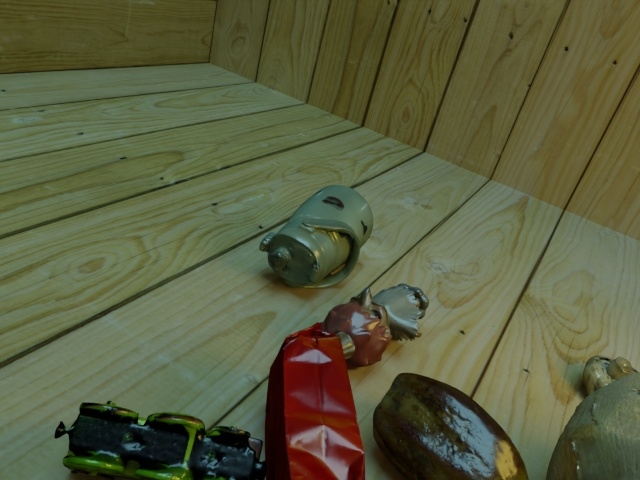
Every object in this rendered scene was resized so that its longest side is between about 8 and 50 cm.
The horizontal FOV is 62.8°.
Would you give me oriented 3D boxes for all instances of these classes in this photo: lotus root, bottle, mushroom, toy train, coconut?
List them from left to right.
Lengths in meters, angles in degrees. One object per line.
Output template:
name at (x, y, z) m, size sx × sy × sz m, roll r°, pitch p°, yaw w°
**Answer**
toy train at (-0.228, 0.311, 0.773) m, size 0.296 × 0.160 × 0.100 m, roll 15°, pitch 59°, yaw -8°
bottle at (0.000, 0.000, 1.389) m, size 0.229 × 0.229 × 0.352 m, roll 23°, pitch 30°, yaw 14°
lotus root at (0.231, 0.368, 0.908) m, size 0.193 × 0.193 × 0.291 m, roll -15°, pitch 38°, yaw -43°
mushroom at (0.697, 0.331, 1.242) m, size 0.154 × 0.122 × 0.154 m, roll 6°, pitch 29°, yaw -3°
coconut at (0.542, 0.395, 0.822) m, size 0.346 × 0.346 × 0.360 m, roll 30°, pitch 24°, yaw 25°

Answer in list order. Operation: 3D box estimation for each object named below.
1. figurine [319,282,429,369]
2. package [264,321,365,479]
figurine at (0.097, 0.183, 1.160) m, size 0.207 × 0.166 × 0.387 m, roll 16°, pitch 20°, yaw 38°
package at (-0.015, 0.325, 0.815) m, size 0.123 × 0.196 × 0.423 m, roll 5°, pitch 31°, yaw -11°
